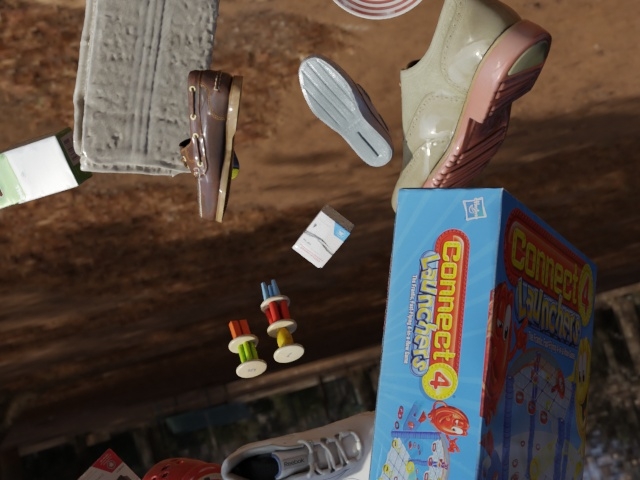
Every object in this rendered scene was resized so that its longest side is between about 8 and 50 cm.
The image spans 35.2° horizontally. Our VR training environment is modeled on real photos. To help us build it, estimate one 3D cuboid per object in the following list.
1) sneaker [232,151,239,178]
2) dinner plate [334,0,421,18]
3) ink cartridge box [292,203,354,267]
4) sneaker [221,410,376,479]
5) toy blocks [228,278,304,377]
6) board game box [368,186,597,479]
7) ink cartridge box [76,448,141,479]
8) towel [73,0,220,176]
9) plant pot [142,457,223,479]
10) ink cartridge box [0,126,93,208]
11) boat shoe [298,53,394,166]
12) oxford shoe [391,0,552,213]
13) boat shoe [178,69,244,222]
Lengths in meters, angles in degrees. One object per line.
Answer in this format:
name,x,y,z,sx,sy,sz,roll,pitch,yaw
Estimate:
sneaker,-0.173,-0.165,1.633,0.053,0.144,0.059,-8,177,-28
dinner plate,0.064,-0.318,1.123,0.141,0.141,0.017,-16,-163,1
ink cartridge box,0.000,0.000,1.317,0.083,0.048,0.028,-51,-177,28
sneaker,-0.003,0.316,1.441,0.297,0.111,0.129,-17,166,6
toy blocks,-0.103,0.146,1.723,0.123,0.148,0.054,-22,146,5
board game box,0.149,0.138,0.855,0.086,0.302,0.308,1,169,29
ink cartridge box,-0.351,0.451,1.727,0.063,0.150,0.109,-46,179,36
towel,-0.240,-0.228,1.398,0.187,0.282,0.049,2,-165,-34
plant pot,-0.267,0.553,2.132,0.191,0.191,0.174,-12,177,-42
ink cartridge box,-0.570,-0.142,2.006,0.209,0.109,0.062,-14,-161,23
boat shoe,0.042,-0.221,1.675,0.083,0.226,0.076,-25,-153,22
oxford shoe,0.170,-0.172,1.363,0.140,0.146,0.397,-31,158,-37
boat shoe,-0.142,-0.120,1.277,0.073,0.207,0.073,6,-151,-4
